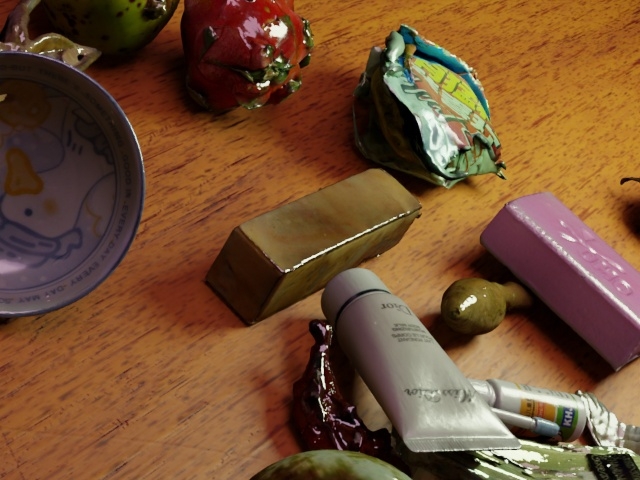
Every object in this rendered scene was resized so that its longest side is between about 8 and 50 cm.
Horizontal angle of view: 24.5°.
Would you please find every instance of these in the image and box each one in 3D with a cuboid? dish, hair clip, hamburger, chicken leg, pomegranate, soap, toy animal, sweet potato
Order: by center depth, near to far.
[{"bbox_3d":[-0.331,-0.060,1.562,0.273,0.273,0.134,20,-3,-17],"label":"dish"},{"bbox_3d":[0.014,0.189,1.610,0.089,0.048,0.219,-25,58,-8],"label":"chicken leg"},{"bbox_3d":[0.226,0.268,1.648,0.321,0.091,0.138,14,13,-11],"label":"hair clip"},{"bbox_3d":[0.424,0.266,1.777,0.272,0.160,0.197,29,37,8],"label":"toy animal"},{"bbox_3d":[0.205,0.082,1.879,0.075,0.075,0.269,47,23,19],"label":"sweet potato"},{"bbox_3d":[-0.284,-0.344,1.948,0.198,0.198,0.246,13,0,-24],"label":"pomegranate"},{"bbox_3d":[0.353,0.049,1.991,0.259,0.081,0.181,44,24,17],"label":"soap"},{"bbox_3d":[0.132,-0.174,2.088,0.276,0.150,0.260,-6,66,-61],"label":"hamburger"}]

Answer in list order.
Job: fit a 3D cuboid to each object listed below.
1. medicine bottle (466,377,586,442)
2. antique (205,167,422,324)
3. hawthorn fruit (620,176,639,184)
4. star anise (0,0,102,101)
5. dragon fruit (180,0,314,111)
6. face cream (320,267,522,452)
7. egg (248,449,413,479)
[{"bbox_3d":[0.217,0.199,1.740,0.220,0.061,0.092,13,6,-24],"label":"medicine bottle"},{"bbox_3d":[0.000,0.000,1.801,0.087,0.093,0.310,44,37,16],"label":"antique"},{"bbox_3d":[0.552,-0.064,2.254,0.194,0.157,0.157,24,32,21],"label":"hawthorn fruit"},{"bbox_3d":[-0.384,-0.183,1.717,0.292,0.109,0.349,7,58,-40],"label":"star anise"},{"bbox_3d":[-0.084,-0.265,1.996,0.200,0.198,0.269,41,18,24],"label":"dragon fruit"},{"bbox_3d":[0.093,0.144,1.650,0.143,0.089,0.314,4,30,-29],"label":"face cream"},{"bbox_3d":[-0.001,0.326,1.301,0.238,0.238,0.289,29,60,-4],"label":"egg"}]
